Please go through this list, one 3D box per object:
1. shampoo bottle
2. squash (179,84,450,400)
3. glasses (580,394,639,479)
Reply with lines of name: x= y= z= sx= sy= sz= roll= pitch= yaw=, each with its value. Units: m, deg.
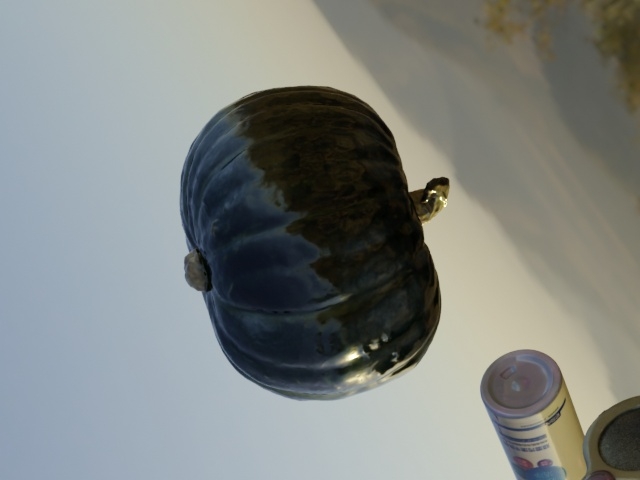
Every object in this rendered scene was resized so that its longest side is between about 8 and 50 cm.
shampoo bottle: x=0.256 y=0.244 z=1.883 sx=0.092 sy=0.092 sz=0.303 roll=59 pitch=176 yaw=44
squash: x=-0.005 y=0.002 z=1.119 sx=0.218 sy=0.172 sz=0.218 roll=177 pitch=90 yaw=-71
glasses: x=0.207 y=0.215 z=1.247 sx=0.088 sy=0.189 sz=0.220 roll=40 pitch=167 yaw=25
